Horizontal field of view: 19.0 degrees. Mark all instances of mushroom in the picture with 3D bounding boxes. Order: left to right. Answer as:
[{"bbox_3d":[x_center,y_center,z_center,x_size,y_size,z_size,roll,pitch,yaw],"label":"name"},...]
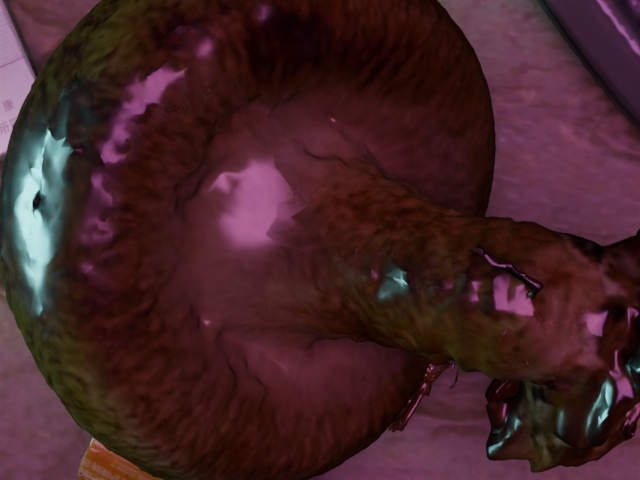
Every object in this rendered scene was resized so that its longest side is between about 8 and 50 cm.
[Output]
[{"bbox_3d":[-0.013,0.014,1.134,0.334,0.356,0.331,19,115,-36],"label":"mushroom"}]

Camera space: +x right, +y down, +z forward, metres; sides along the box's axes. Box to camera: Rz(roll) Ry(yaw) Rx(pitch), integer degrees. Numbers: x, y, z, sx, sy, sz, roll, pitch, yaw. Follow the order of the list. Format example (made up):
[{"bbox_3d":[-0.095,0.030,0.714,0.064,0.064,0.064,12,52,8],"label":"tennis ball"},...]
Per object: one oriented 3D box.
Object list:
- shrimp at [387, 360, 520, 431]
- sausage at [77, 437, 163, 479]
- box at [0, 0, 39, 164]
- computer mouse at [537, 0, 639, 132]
[{"bbox_3d":[0.107,0.071,1.269,0.095,0.045,0.162,36,83,-18],"label":"shrimp"},{"bbox_3d":[-0.041,0.179,1.245,0.234,0.071,0.071,26,88,2],"label":"sausage"},{"bbox_3d":[-0.246,-0.120,1.276,0.100,0.048,0.152,-23,89,-4],"label":"box"},{"bbox_3d":[0.228,-0.202,1.249,0.197,0.095,0.331,-33,96,1],"label":"computer mouse"}]
